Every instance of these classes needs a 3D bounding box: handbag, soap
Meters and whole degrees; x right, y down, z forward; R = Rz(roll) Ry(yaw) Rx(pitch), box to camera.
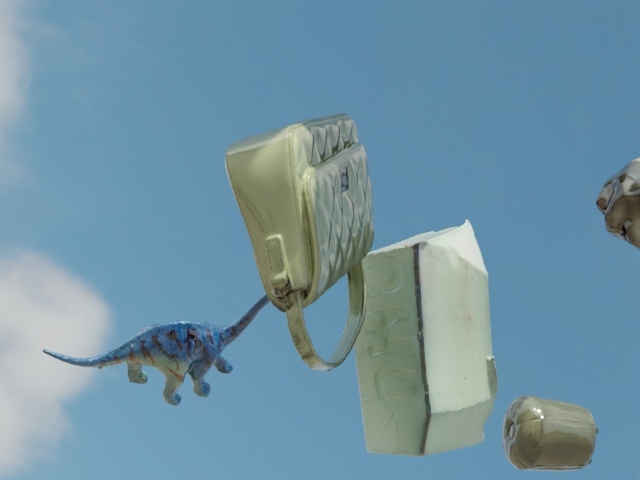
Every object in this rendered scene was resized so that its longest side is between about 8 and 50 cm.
[{"bbox_3d":[0.000,0.000,1.268,0.079,0.256,0.219,-12,-83,16],"label":"handbag"},{"bbox_3d":[0.101,0.102,1.467,0.145,0.091,0.230,-9,-92,56],"label":"soap"}]

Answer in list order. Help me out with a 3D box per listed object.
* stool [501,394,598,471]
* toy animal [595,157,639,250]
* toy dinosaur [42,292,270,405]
[{"bbox_3d":[0.290,0.247,1.793,0.110,0.096,0.096,8,-41,-18],"label":"stool"},{"bbox_3d":[0.363,0.014,0.917,0.302,0.344,0.194,-9,-60,-6],"label":"toy animal"},{"bbox_3d":[-0.183,0.150,1.838,0.329,0.076,0.144,-14,-51,-7],"label":"toy dinosaur"}]
